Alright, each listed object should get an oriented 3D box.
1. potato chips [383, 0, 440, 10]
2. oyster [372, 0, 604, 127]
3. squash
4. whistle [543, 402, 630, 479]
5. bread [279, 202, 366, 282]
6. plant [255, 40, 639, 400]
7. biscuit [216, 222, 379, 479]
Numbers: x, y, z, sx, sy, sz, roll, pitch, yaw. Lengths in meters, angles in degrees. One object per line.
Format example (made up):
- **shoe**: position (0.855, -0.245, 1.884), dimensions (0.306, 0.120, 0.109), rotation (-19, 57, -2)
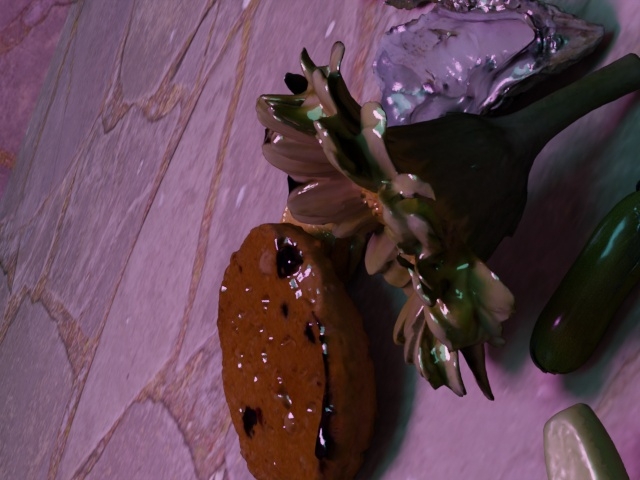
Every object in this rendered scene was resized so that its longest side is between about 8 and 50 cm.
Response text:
- **potato chips**: position (0.087, -0.294, 1.173), dimensions (0.207, 0.028, 0.091), rotation (28, 102, 59)
- **oyster**: position (0.123, -0.160, 0.986), dimensions (0.252, 0.087, 0.199), rotation (-59, 42, 43)
- **squash**: position (0.208, 0.026, 0.796), dimensions (0.183, 0.052, 0.052), rotation (-60, 32, 22)
- **whistle**: position (0.194, 0.236, 0.667), dimensions (0.131, 0.106, 0.288), rotation (-51, 39, 43)
- **bread**: position (0.000, 0.000, 1.179), dimensions (0.132, 0.053, 0.074), rotation (25, 101, 58)
- **plant**: position (0.075, -0.056, 0.833), dimensions (0.297, 0.261, 0.306), rotation (-64, -7, 2)
- **biscuit**: position (-0.026, 0.127, 1.118), dimensions (0.296, 0.075, 0.295), rotation (8, 100, 62)
